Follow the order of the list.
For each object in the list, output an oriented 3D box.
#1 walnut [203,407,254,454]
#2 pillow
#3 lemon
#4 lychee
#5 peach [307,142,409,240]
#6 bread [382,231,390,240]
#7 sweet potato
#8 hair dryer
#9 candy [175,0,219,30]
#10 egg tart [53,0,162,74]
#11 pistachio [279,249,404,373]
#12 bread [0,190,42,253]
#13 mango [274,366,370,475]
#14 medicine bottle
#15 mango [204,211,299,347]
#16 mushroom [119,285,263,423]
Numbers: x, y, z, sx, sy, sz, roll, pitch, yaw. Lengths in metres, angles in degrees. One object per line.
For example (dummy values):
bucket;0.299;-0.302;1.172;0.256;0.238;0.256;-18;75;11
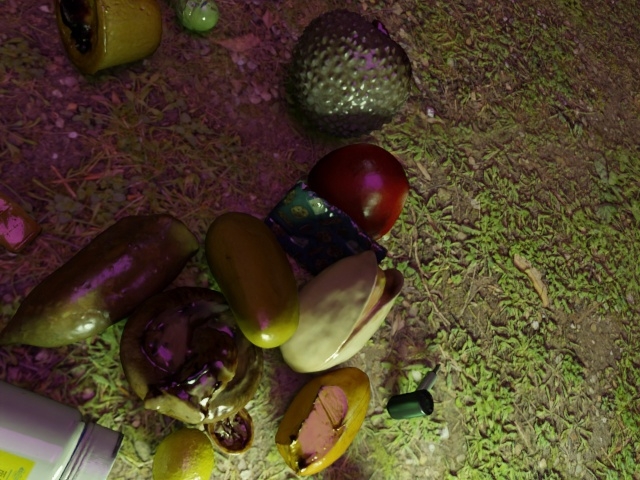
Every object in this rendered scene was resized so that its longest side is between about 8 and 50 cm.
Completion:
walnut;-0.186;0.365;0.969;0.121;0.052;0.091;54;43;0
pillow;0.002;0.000;1.090;0.256;0.189;0.034;38;38;-11
lemon;-0.249;0.405;0.899;0.109;0.109;0.133;13;57;-23
lychee;0.066;-0.391;1.180;0.300;0.300;0.300;7;74;-24
peach;0.087;-0.102;1.132;0.243;0.243;0.199;47;20;-8
bread;0.144;-0.042;1.251;0.083;0.035;0.070;13;71;-29
sweet potato;-0.391;0.083;0.893;0.158;0.158;0.370;49;59;-7
hair dryer;0.242;0.351;1.179;0.198;0.100;0.057;-30;92;-48
candy;-0.383;-0.593;1.125;0.336;0.092;0.093;33;101;-7
egg tart;-0.430;-0.445;0.993;0.171;0.215;0.215;-21;87;-44
pistachio;0.037;0.155;1.032;0.187;0.187;0.299;41;102;-11
bread;-0.572;-0.039;0.889;0.132;0.053;0.074;45;62;-11
mango;0.014;0.362;1.026;0.252;0.126;0.154;-41;104;-30
medicine bottle;-0.465;0.324;0.795;0.258;0.143;0.143;28;66;-17
mango;-0.126;0.073;0.971;0.195;0.142;0.331;42;16;-54
mushroom;-0.229;0.211;0.881;0.195;0.283;0.263;-37;101;4
